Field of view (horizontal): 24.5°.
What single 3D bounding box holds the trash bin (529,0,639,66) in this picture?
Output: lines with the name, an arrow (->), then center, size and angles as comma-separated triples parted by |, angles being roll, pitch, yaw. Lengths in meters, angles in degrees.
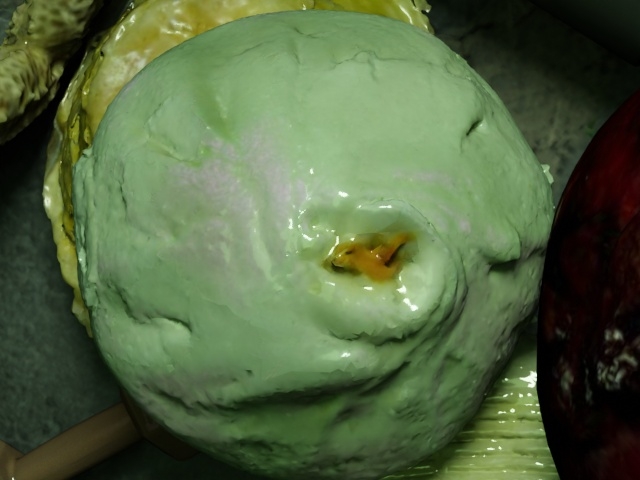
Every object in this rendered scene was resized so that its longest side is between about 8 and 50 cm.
trash bin -> 0.122, -0.276, 0.962 | 0.334, 0.214, 0.214 | 37, 99, 8

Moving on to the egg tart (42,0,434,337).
egg tart -> -0.063, -0.076, 1.032 | 0.341, 0.132, 0.341 | -4, 75, 16

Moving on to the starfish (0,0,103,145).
starfish -> -0.243, -0.101, 1.047 | 0.082, 0.324, 0.432 | 37, 90, -10

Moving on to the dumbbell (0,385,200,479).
dumbbell -> -0.179, 0.156, 1.105 | 0.231, 0.092, 0.082 | -30, 107, 15

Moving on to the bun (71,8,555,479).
bun -> 0.000, 0.000, 0.845 | 0.293, 0.187, 0.293 | 0, 85, -5

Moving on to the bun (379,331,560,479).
bun -> 0.109, 0.165, 0.971 | 0.229, 0.145, 0.229 | -7, 70, 19

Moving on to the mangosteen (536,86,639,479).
mangosteen -> 0.316, 0.078, 0.798 | 0.421, 0.381, 0.381 | 35, 100, -16
